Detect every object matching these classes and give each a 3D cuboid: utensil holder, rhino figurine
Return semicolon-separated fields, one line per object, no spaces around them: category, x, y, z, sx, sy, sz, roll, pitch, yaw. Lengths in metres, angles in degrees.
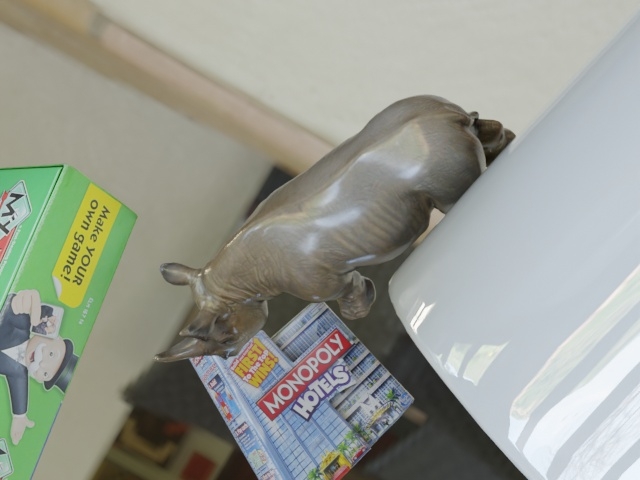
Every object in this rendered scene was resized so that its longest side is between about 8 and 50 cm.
utensil holder;0.272;-0.011;0.884;0.327;0.385;0.327;42;-171;-8
rhino figurine;0.000;0.000;1.001;0.106;0.243;0.073;35;-156;-59

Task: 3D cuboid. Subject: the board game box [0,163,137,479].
board game box;-0.211;0.119;0.699;0.213;0.317;0.046;1;153;43

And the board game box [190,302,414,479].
board game box;-0.027;0.145;1.742;0.194;0.194;0.060;47;149;1
